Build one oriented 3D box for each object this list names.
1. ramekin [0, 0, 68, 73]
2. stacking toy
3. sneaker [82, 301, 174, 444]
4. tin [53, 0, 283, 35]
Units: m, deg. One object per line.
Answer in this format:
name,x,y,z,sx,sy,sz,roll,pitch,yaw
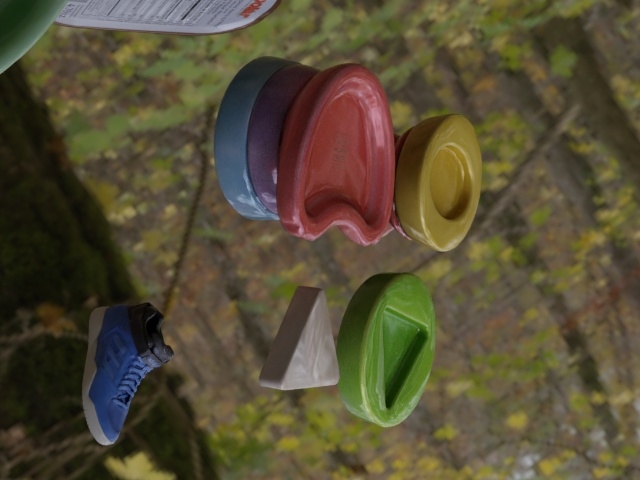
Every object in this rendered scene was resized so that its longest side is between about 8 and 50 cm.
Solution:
ramekin,-0.284,-0.224,0.789,0.303,0.303,0.148,-32,-152,-32
stacking toy,0.000,0.000,1.184,0.130,0.279,0.309,8,172,31
sneaker,-0.197,0.135,1.485,0.085,0.152,0.058,-10,150,16
tin,-0.112,-0.177,0.974,0.190,0.040,0.106,-1,168,-29
